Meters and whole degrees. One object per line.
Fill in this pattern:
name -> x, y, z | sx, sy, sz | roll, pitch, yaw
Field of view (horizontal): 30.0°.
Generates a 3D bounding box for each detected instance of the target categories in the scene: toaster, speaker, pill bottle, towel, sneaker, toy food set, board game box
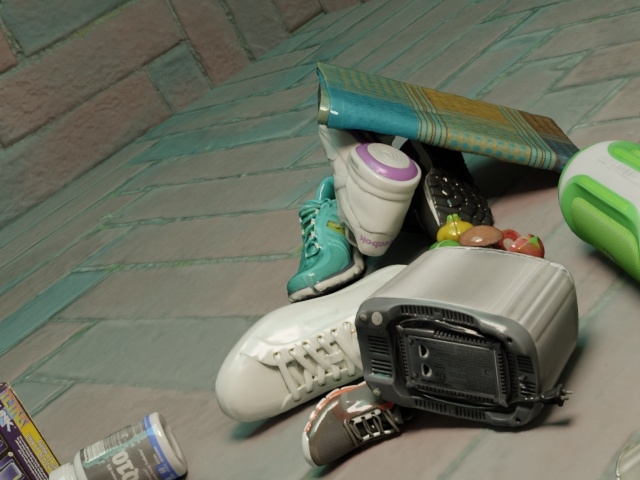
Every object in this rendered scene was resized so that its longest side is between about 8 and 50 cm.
toaster -> 0.156, 0.087, 1.162 | 0.227, 0.129, 0.146 | 6, 32, 32
speaker -> 0.343, -0.020, 1.223 | 0.131, 0.131, 0.296 | -27, 18, 0
pill bottle -> -0.224, 0.254, 1.324 | 0.137, 0.078, 0.078 | -28, 18, -2
towel -> 0.172, -0.166, 1.668 | 0.370, 0.040, 0.271 | 13, 19, -5
sneaker -> 0.018, 0.112, 1.336 | 0.290, 0.106, 0.123 | -31, 16, -18
sneaker -> 0.000, 0.000, 1.660 | 0.107, 0.110, 0.275 | -22, 19, 21
sneaker -> 0.150, -0.042, 1.643 | 0.124, 0.107, 0.283 | -54, 19, 24
toy food set -> 0.195, 0.008, 1.396 | 0.128, 0.071, 0.218 | -15, 15, -14
sneaker -> 0.049, -0.082, 1.633 | 0.114, 0.152, 0.305 | 8, 21, -11
board game box -> -0.367, 0.267, 1.335 | 0.048, 0.170, 0.141 | -11, 23, 42
sneaker -> 0.050, 0.175, 1.204 | 0.158, 0.061, 0.065 | -36, 27, -26

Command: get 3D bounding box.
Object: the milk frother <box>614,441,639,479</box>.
milk frother -> 0.296, 0.178, 0.816 | 0.135, 0.129, 0.143 | 123, 157, -48
